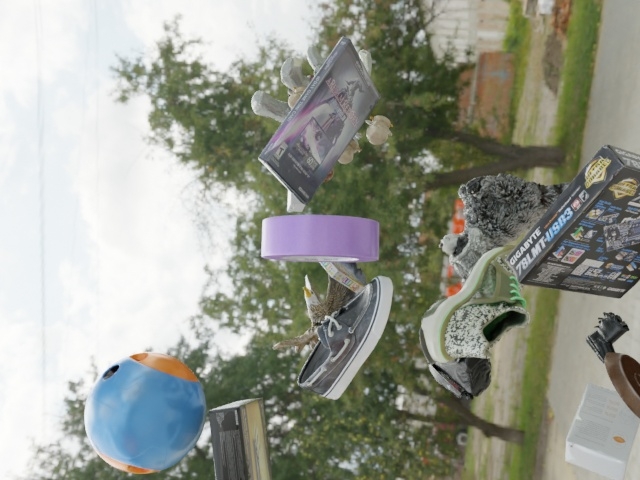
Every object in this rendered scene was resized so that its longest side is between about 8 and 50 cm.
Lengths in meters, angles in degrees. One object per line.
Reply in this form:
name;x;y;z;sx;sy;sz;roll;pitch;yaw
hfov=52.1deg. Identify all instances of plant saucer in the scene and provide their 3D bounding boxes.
plant saucer;0.662;0.303;1.368;0.029;0.168;0.168;-43;12;32

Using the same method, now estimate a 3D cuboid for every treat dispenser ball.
treat dispenser ball;-0.425;0.419;1.602;0.288;0.288;0.288;7;-90;-78

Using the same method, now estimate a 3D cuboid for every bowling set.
bowling set;0.024;-0.267;1.701;0.154;0.287;0.200;-68;4;-62

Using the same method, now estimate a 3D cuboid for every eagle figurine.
eagle figurine;0.011;0.209;1.995;0.298;0.226;0.225;-58;-23;-52

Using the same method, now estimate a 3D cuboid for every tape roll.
tape roll;0.000;0.000;1.534;0.275;0.274;0.090;26;-116;-77

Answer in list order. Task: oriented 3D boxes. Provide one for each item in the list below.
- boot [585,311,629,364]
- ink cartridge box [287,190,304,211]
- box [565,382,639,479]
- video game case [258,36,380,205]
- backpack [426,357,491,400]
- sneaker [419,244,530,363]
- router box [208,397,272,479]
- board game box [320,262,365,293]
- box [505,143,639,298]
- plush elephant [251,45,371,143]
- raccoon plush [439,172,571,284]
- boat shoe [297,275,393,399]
boot;0.700;0.239;1.568;0.099;0.045;0.121;-60;38;28
ink cartridge box;-0.075;-0.160;2.089;0.088;0.052;0.122;125;148;-74
box;0.644;0.432;1.483;0.170;0.130;0.091;-51;-39;-33
video game case;0.006;-0.221;1.254;0.274;0.026;0.196;-55;-30;-6
backpack;0.350;0.304;1.679;0.182;0.115;0.152;21;123;59
sneaker;0.408;0.155;1.485;0.410;0.182;0.158;-39;-58;-33
router box;-0.184;0.551;1.591;0.243;0.081;0.309;47;-146;-79
board game box;0.057;0.091;1.828;0.026;0.103;0.154;-48;-43;7
box;0.549;-0.020;1.226;0.293;0.295;0.073;-60;34;35
plush elephant;0.015;-0.447;1.892;0.272;0.330;0.255;-39;25;61
raccoon plush;0.566;-0.023;1.864;0.216;0.446;0.299;40;-132;-63
boat shoe;0.044;0.191;1.324;0.108;0.102;0.301;-99;33;-59
